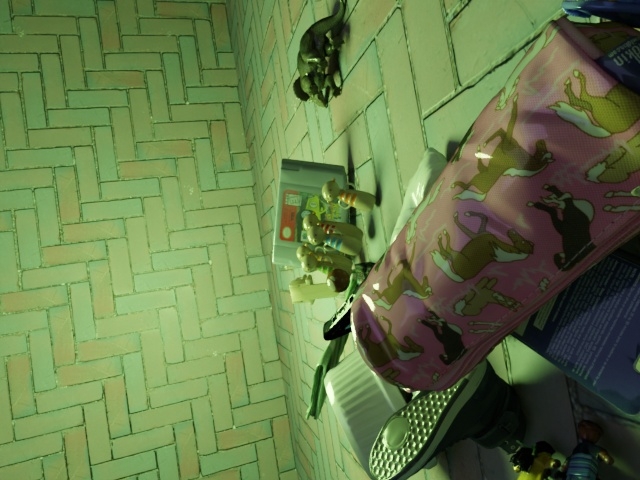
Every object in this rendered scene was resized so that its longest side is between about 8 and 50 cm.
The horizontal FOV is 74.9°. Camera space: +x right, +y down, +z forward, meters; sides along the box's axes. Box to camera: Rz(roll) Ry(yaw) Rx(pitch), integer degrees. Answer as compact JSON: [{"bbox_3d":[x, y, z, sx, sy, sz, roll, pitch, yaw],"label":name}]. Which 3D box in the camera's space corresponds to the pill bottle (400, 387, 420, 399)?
[{"bbox_3d":[0.177,0.209,0.756,0.112,0.111,0.187,103,153,-50],"label":"pill bottle"}]

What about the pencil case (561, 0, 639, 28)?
[{"bbox_3d":[0.248,-0.306,0.268,0.133,0.119,0.307,27,126,43],"label":"pencil case"}]

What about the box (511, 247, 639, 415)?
[{"bbox_3d":[0.255,0.058,0.448,0.225,0.036,0.137,41,126,51],"label":"box"}]

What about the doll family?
[{"bbox_3d":[0.282,0.283,0.497,0.076,0.111,0.193,41,148,5],"label":"doll family"}]

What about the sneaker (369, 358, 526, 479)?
[{"bbox_3d":[0.188,0.277,0.588,0.163,0.226,0.086,45,175,-23],"label":"sneaker"}]

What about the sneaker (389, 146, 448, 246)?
[{"bbox_3d":[0.174,-0.061,0.734,0.094,0.080,0.212,-99,19,-46],"label":"sneaker"}]

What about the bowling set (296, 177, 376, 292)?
[{"bbox_3d":[0.014,0.015,0.979,0.200,0.154,0.287,-68,-5,-52],"label":"bowling set"}]

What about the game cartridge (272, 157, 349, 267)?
[{"bbox_3d":[-0.023,-0.063,1.129,0.060,0.195,0.295,-79,-5,-74],"label":"game cartridge"}]

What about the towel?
[{"bbox_3d":[0.038,0.256,1.061,0.325,0.038,0.248,-60,-17,-49],"label":"towel"}]

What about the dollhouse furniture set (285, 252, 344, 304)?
[{"bbox_3d":[0.000,0.000,1.354,0.355,0.173,0.304,-59,-39,-75],"label":"dollhouse furniture set"}]

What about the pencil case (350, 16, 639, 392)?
[{"bbox_3d":[0.168,0.000,0.407,0.386,0.160,0.167,-61,-2,41],"label":"pencil case"}]

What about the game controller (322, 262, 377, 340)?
[{"bbox_3d":[0.109,0.109,0.794,0.067,0.166,0.319,53,147,17],"label":"game controller"}]

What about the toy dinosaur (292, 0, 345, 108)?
[{"bbox_3d":[-0.015,-0.461,1.065,0.160,0.120,0.314,50,150,37],"label":"toy dinosaur"}]

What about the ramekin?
[{"bbox_3d":[0.110,0.351,0.851,0.273,0.127,0.273,61,178,3],"label":"ramekin"}]

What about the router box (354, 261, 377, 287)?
[{"bbox_3d":[0.125,0.102,1.001,0.122,0.038,0.092,-177,80,-73],"label":"router box"}]
